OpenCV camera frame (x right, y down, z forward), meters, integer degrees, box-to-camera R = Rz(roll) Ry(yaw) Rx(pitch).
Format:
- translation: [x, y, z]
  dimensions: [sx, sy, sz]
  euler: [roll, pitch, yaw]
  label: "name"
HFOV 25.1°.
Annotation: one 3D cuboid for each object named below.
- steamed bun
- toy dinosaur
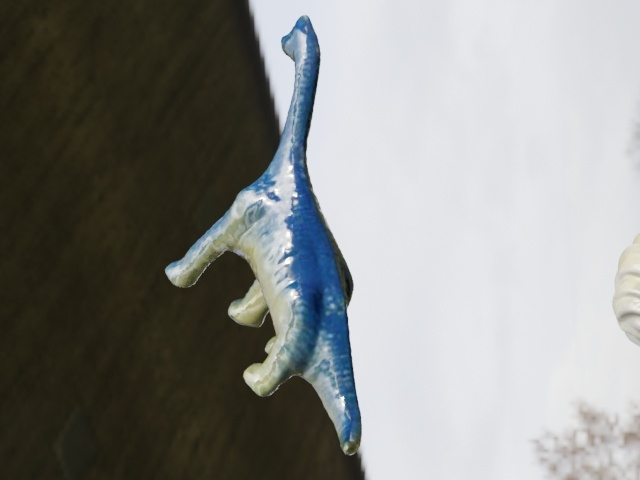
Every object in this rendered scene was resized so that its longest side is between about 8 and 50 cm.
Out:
- translation: [0.442, 0.063, 1.751]
  dimensions: [0.106, 0.183, 0.183]
  euler: [48, -133, -73]
  label: "steamed bun"
- translation: [0.000, 0.000, 0.892]
  dimensions: [0.075, 0.248, 0.188]
  euler: [11, -58, -43]
  label: "toy dinosaur"
